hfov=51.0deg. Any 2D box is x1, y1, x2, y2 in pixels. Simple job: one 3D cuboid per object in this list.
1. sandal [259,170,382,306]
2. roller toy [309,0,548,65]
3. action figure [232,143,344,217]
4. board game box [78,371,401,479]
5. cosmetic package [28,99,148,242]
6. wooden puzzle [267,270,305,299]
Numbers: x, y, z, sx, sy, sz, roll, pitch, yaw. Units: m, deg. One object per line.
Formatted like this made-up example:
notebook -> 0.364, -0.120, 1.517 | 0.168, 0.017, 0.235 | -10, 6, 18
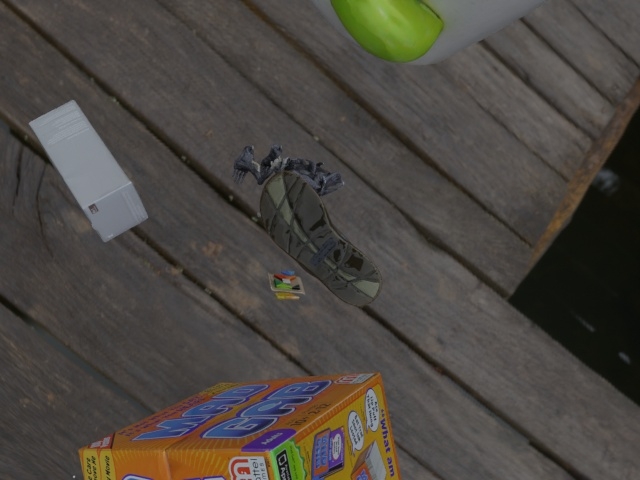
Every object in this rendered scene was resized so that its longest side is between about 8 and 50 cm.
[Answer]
sandal -> 0.000, 0.000, 0.927 | 0.219, 0.060, 0.090 | 44, 91, 6
roller toy -> 0.072, -0.218, 0.394 | 0.191, 0.146, 0.209 | -19, 89, -45
action figure -> -0.063, -0.116, 1.423 | 0.164, 0.276, 0.140 | -8, 115, -37
board game box -> -0.097, 0.440, 1.075 | 0.356, 0.357, 0.356 | -12, 91, -61
cosmetic package -> -0.426, -0.128, 1.237 | 0.107, 0.127, 0.238 | -35, 67, -16
wooden puzzle -> -0.068, 0.086, 1.350 | 0.079, 0.116, 0.014 | 8, 113, -21
